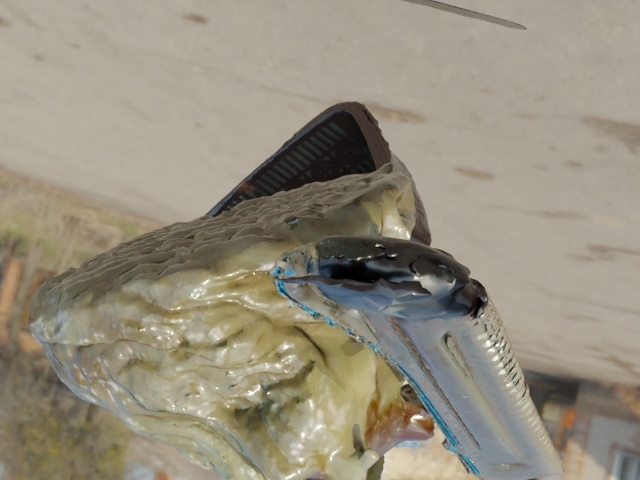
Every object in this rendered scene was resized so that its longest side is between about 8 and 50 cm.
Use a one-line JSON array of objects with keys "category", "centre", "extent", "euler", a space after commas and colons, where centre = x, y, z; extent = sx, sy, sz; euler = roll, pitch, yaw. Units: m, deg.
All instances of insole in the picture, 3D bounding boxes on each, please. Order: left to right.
[{"category": "insole", "centre": [0.061, -0.207, 0.961], "extent": [0.232, 0.003, 0.080], "euler": [18, -172, 15]}]

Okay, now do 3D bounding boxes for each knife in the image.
[{"category": "knife", "centre": [0.072, 0.074, 0.616], "extent": [0.089, 0.043, 0.365], "euler": [4, 157, 23]}]

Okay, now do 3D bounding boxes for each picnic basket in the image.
[{"category": "picnic basket", "centre": [0.000, 0.000, 1.337], "extent": [0.297, 0.222, 0.129], "euler": [-39, 136, 24]}]

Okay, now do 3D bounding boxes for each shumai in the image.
[{"category": "shumai", "centre": [-0.049, 0.106, 0.890], "extent": [0.314, 0.262, 0.267], "euler": [-16, -172, -5]}]

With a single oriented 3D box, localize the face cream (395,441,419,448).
[{"category": "face cream", "centre": [0.037, 0.181, 1.146], "extent": [0.130, 0.034, 0.034], "euler": [16, 174, 7]}]
